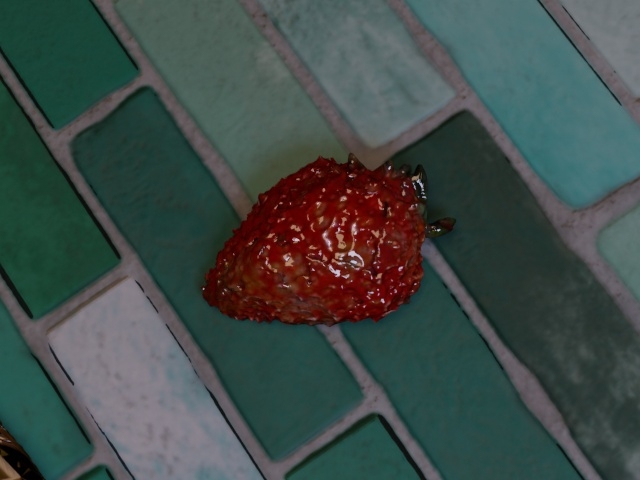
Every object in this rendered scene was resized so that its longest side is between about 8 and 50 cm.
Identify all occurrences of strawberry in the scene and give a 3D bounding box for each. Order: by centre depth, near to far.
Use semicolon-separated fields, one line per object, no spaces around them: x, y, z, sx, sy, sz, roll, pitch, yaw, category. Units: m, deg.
0.003;-0.002;1.282;0.192;0.085;0.140;8;79;11;strawberry

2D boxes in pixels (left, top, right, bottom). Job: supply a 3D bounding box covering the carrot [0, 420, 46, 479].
-0.278;0.155;1.285;0.069;0.069;0.229;-39;73;-4;carrot
